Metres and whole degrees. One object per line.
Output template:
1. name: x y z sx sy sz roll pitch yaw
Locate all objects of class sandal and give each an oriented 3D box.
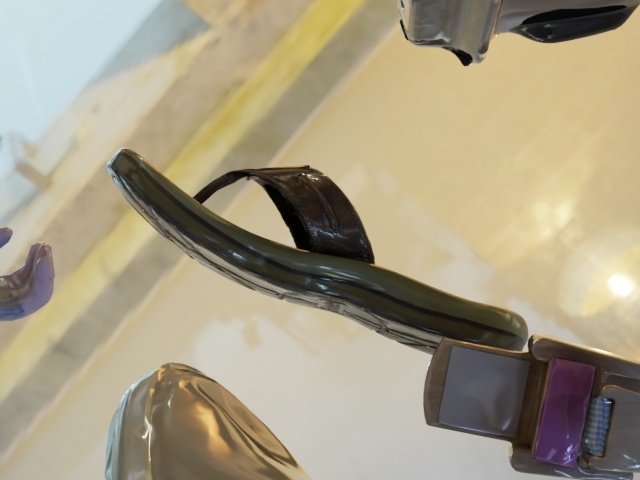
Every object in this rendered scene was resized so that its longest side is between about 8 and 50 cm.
1. sandal: 0.001 0.001 1.097 0.120 0.303 0.086 157 -46 -79

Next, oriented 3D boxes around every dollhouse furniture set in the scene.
1. dollhouse furniture set: 0.058 0.187 0.819 0.303 0.198 0.286 10 91 -86

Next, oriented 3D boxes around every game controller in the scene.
1. game controller: 0.131 -0.168 0.979 0.166 0.067 0.319 -16 175 1

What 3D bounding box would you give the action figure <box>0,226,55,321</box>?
1. action figure: -0.249 0.089 0.565 0.370 0.248 0.275 -152 -96 -77

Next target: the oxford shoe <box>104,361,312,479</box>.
1. oxford shoe: 0.033 0.177 0.617 0.130 0.169 0.449 -46 -145 8
